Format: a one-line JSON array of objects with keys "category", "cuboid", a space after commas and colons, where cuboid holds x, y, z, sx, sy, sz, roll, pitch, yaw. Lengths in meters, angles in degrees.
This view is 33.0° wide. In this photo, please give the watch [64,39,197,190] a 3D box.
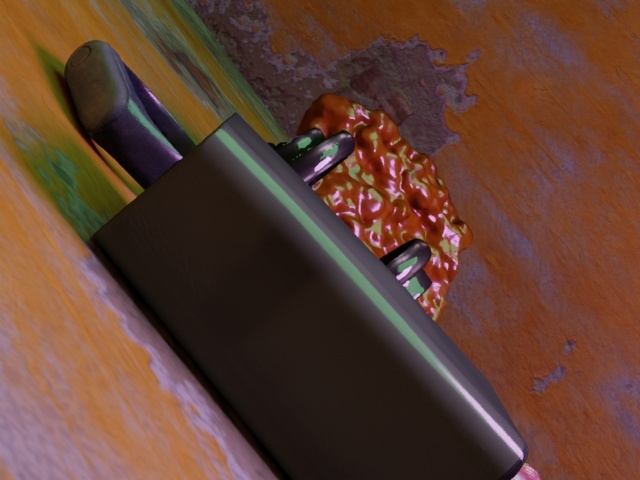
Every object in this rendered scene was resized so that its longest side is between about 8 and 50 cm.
[{"category": "watch", "cuboid": [-0.171, -0.102, 1.089, 0.193, 0.068, 0.206, 46, 6, -43]}]

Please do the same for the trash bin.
[{"category": "trash bin", "cuboid": [-0.007, 0.066, 0.886, 0.343, 0.158, 0.223, 51, 5, -7]}]

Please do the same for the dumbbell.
[{"category": "dumbbell", "cuboid": [0.000, 0.000, 1.166, 0.290, 0.192, 0.192, 54, 5, 0]}]

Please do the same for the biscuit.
[{"category": "biscuit", "cuboid": [0.059, -0.017, 1.445, 0.318, 0.110, 0.312, 46, 51, -26]}]

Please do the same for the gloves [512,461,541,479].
[{"category": "gloves", "cuboid": [0.176, 0.317, 1.063, 0.145, 0.126, 0.241, 55, 32, -27]}]
